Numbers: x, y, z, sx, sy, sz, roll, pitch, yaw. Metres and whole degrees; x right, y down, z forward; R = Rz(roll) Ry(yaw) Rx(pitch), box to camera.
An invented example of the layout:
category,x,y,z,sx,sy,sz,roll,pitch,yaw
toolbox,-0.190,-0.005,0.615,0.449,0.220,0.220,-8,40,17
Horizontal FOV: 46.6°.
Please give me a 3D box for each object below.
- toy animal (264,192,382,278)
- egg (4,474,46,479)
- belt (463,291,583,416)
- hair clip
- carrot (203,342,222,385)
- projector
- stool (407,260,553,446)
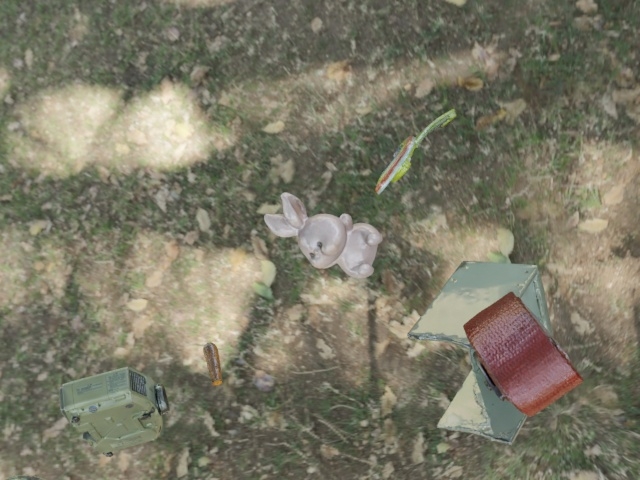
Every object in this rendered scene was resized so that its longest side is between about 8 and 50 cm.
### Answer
category,x,y,z,sx,sy,sz,roll,pitch,yaw
toy animal,0.001,0.001,1.373,0.213,0.124,0.124,15,80,-20
egg,-0.594,0.562,1.526,0.141,0.141,0.181,-27,108,10
belt,0.295,0.174,1.128,0.124,0.128,0.201,-39,28,10
hair clip,0.142,-0.142,1.095,0.033,0.060,0.188,45,61,-3
carrot,-0.220,0.252,1.526,0.032,0.032,0.093,-27,55,10
projector,-0.421,0.365,1.575,0.194,0.269,0.088,-15,57,-7
stool,0.329,0.211,1.469,0.170,0.243,0.270,3,33,38
